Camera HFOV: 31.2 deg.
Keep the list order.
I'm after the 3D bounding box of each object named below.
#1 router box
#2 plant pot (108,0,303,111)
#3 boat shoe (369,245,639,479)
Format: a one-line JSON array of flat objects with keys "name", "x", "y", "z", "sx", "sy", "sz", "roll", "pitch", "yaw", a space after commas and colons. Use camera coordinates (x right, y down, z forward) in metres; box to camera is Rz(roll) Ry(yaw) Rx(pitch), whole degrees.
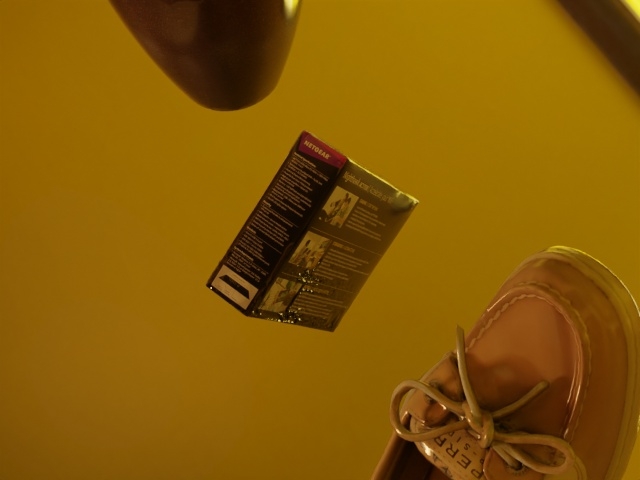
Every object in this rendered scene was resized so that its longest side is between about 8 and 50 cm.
[{"name": "router box", "x": 0.000, "y": 0.000, "z": 0.878, "sx": 0.133, "sy": 0.046, "sz": 0.179, "roll": -57, "pitch": 158, "yaw": 5}, {"name": "plant pot", "x": -0.102, "y": -0.236, "z": 1.090, "sx": 0.215, "sy": 0.215, "sz": 0.230, "roll": -35, "pitch": 151, "yaw": -15}, {"name": "boat shoe", "x": 0.074, "y": 0.135, "z": 0.590, "sx": 0.089, "sy": 0.104, "sz": 0.285, "roll": -8, "pitch": 125, "yaw": -45}]
